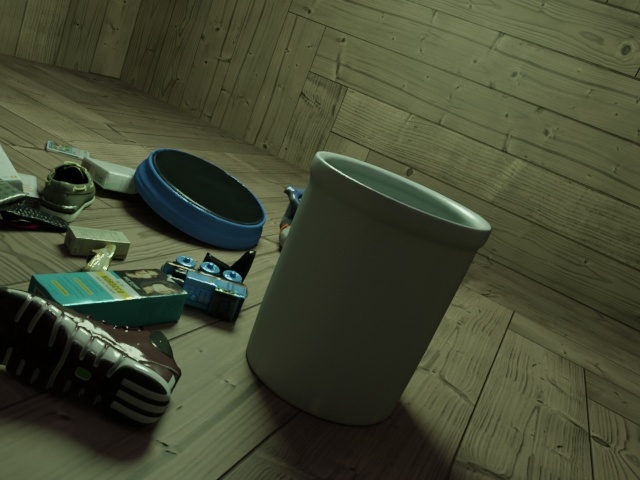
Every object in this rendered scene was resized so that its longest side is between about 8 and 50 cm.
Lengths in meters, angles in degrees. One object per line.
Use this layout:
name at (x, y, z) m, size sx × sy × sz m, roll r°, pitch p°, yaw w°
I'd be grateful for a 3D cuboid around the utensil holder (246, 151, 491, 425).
utensil holder at (0.074, 0.082, 1.005) m, size 0.327 × 0.386 × 0.327 m, roll 20°, pitch 15°, yaw -6°

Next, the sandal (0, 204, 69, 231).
sandal at (-0.606, -0.044, 1.148) m, size 0.179 × 0.040 × 0.067 m, roll 27°, pitch 12°, yaw -49°

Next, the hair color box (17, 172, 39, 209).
hair color box at (-0.671, -0.109, 1.246) m, size 0.072 × 0.043 × 0.141 m, roll 12°, pitch 18°, yaw -33°

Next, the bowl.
bowl at (-0.325, -0.125, 1.575) m, size 0.391 × 0.077 × 0.391 m, roll 31°, pitch 20°, yaw -12°

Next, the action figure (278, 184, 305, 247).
action figure at (0.000, 0.000, 1.726) m, size 0.330 × 0.178 × 0.341 m, roll -13°, pitch 65°, yaw -55°

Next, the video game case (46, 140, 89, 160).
video game case at (-0.776, -0.275, 1.724) m, size 0.122 × 0.011 × 0.087 m, roll 15°, pitch 18°, yaw -28°

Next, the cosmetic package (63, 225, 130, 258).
cosmetic package at (-0.462, 0.005, 1.159) m, size 0.115 × 0.041 × 0.060 m, roll 9°, pitch 20°, yaw -41°

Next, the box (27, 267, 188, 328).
box at (-0.355, 0.100, 0.952) m, size 0.100 × 0.060 × 0.244 m, roll 32°, pitch 18°, yaw 31°

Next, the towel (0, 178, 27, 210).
towel at (-0.748, -0.085, 0.966) m, size 0.312 × 0.056 × 0.324 m, roll 28°, pitch 29°, yaw 12°

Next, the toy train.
toy train at (-0.233, 0.094, 1.120) m, size 0.184 × 0.080 × 0.105 m, roll 19°, pitch 21°, yaw -13°

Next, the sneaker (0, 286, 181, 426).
sneaker at (-0.323, 0.149, 0.793) m, size 0.281 × 0.106 × 0.162 m, roll 32°, pitch 9°, yaw 0°

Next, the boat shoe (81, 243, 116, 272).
boat shoe at (-0.428, 0.037, 1.081) m, size 0.045 × 0.050 × 0.135 m, roll 23°, pitch 14°, yaw -19°

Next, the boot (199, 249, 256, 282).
boot at (-0.205, 0.056, 1.211) m, size 0.099 × 0.121 × 0.045 m, roll 27°, pitch 12°, yaw -7°

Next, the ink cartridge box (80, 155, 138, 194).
ink cartridge box at (-0.544, -0.172, 1.603) m, size 0.224 × 0.056 × 0.181 m, roll 14°, pitch 9°, yaw -46°

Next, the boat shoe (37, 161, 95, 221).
boat shoe at (-0.598, -0.135, 1.346) m, size 0.109 × 0.091 × 0.305 m, roll 17°, pitch 16°, yaw -19°

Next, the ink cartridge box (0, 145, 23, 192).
ink cartridge box at (-0.750, -0.142, 1.155) m, size 0.206 × 0.045 × 0.208 m, roll -11°, pitch 36°, yaw -37°
